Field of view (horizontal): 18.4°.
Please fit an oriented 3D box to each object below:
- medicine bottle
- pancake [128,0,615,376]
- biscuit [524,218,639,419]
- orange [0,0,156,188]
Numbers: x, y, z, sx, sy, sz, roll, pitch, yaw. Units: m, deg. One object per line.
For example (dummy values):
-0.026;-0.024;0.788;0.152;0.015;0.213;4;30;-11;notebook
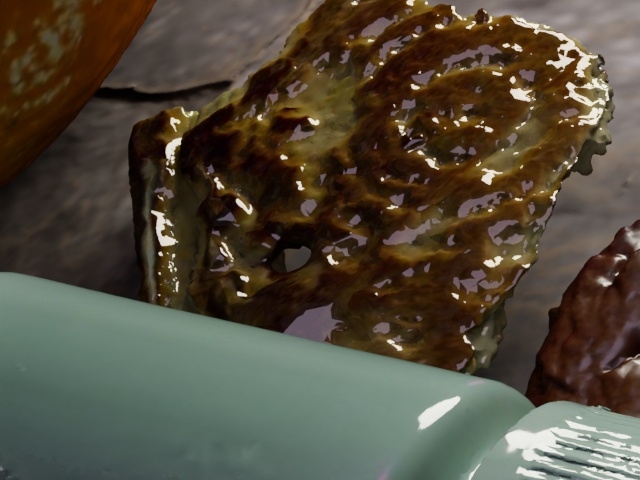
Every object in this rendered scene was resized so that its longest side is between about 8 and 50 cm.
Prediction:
-0.036;0.104;0.640;0.318;0.158;0.158;12;52;29;medicine bottle
0.000;0.000;0.798;0.212;0.056;0.257;8;56;30;pancake
0.167;0.051;0.706;0.192;0.049;0.192;-11;49;13;biscuit
-0.255;-0.171;0.859;0.424;0.326;0.424;-2;38;1;orange
